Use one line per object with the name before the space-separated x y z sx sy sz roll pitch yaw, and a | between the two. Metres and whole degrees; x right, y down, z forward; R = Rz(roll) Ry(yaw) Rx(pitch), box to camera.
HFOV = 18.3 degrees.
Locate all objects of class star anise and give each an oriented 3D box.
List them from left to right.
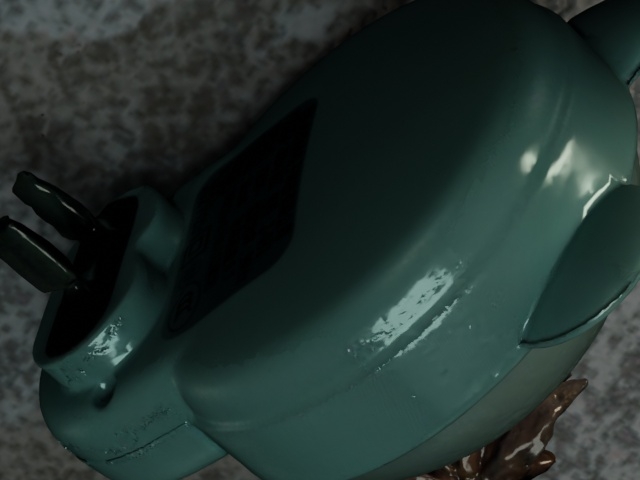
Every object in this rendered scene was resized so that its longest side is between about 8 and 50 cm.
star anise | 0.051 0.108 0.921 0.129 0.056 0.124 2 119 -10

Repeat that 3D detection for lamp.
lamp | 0.007 0.009 0.781 0.284 0.209 0.147 -14 125 20
